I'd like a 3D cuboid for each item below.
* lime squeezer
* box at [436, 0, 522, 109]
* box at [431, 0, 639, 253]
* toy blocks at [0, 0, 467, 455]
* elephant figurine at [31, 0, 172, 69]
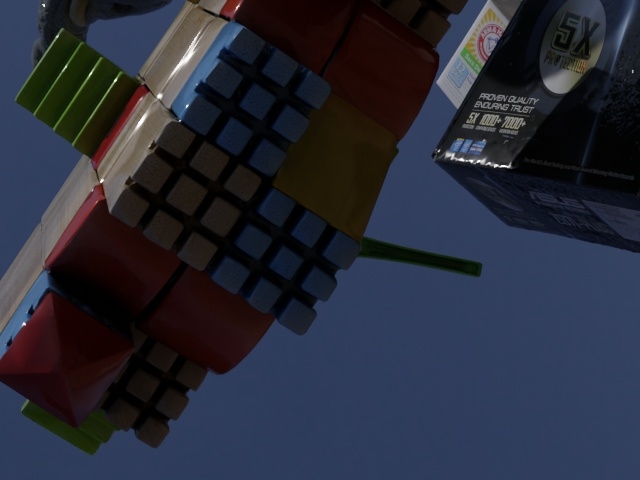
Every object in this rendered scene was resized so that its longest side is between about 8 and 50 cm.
[{"bbox_3d":[0.000,0.000,1.568,0.310,0.110,0.059,17,-83,-45],"label":"lime squeezer"},{"bbox_3d":[0.222,-0.124,1.691,0.103,0.114,0.203,-9,-128,-41],"label":"box"},{"bbox_3d":[0.170,-0.076,0.981,0.077,0.180,0.147,38,-103,-32],"label":"box"},{"bbox_3d":[-0.040,-0.043,0.863,0.191,0.381,0.261,34,-177,-13],"label":"toy blocks"},{"bbox_3d":[-0.132,-0.228,1.261,0.239,0.186,0.169,65,-138,-53],"label":"elephant figurine"}]
